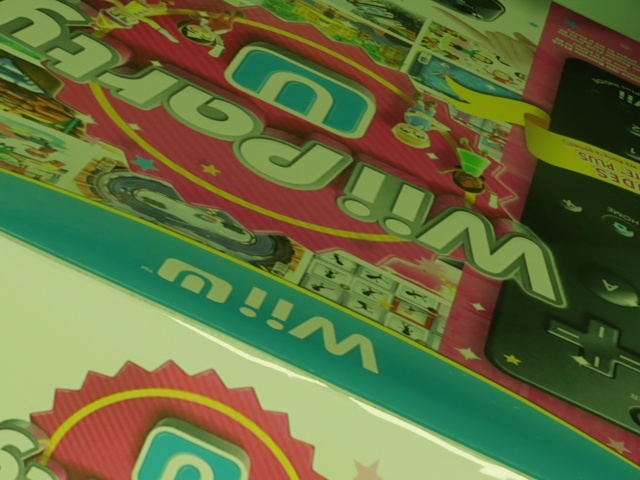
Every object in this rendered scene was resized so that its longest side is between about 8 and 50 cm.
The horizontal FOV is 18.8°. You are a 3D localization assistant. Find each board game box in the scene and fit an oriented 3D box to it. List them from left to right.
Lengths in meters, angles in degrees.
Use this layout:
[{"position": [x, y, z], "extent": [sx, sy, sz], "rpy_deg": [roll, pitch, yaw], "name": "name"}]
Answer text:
[{"position": [0.000, 0.000, 0.528], "extent": [0.224, 0.303, 0.097], "rpy_deg": [25, 117, 1], "name": "board game box"}]
